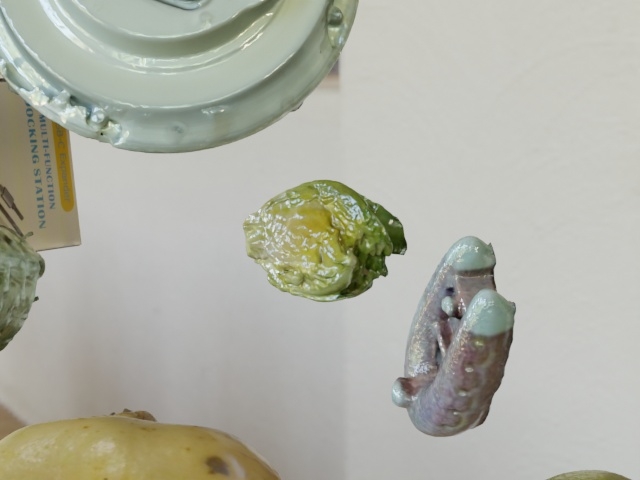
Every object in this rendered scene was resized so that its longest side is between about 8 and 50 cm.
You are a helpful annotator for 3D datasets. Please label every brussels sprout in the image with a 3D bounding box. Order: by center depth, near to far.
[{"bbox_3d":[0.001,0.000,1.597,0.181,0.139,0.100,5,-1,40],"label":"brussels sprout"}]

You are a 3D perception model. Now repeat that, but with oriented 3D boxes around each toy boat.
[{"bbox_3d":[0.129,0.109,1.452,0.085,0.227,0.155,1,42,-15],"label":"toy boat"}]

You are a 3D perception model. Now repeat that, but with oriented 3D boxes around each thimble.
[{"bbox_3d":[-0.202,0.024,0.733,0.110,0.084,0.062,-23,-16,21],"label":"thimble"}]

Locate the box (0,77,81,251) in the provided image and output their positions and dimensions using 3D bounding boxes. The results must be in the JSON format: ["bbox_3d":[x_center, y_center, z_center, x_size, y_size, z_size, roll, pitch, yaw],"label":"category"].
[{"bbox_3d":[-0.246,-0.048,0.953,0.033,0.129,0.247,-4,5,34],"label":"box"}]

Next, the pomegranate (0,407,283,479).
[{"bbox_3d":[-0.140,0.258,0.983,0.342,0.343,0.342,-1,7,0],"label":"pomegranate"}]

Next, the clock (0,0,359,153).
[{"bbox_3d":[-0.092,-0.168,0.814,0.236,0.237,0.053,-1,-16,-4],"label":"clock"}]

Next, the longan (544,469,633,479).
[{"bbox_3d":[0.177,0.239,0.962,0.176,0.145,0.155,-41,-21,3],"label":"longan"}]
